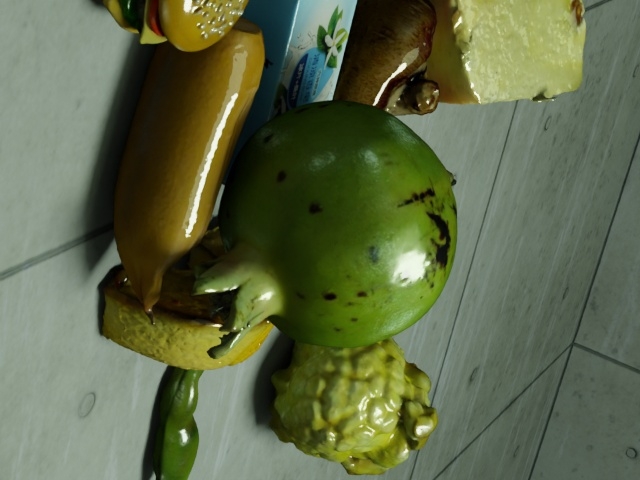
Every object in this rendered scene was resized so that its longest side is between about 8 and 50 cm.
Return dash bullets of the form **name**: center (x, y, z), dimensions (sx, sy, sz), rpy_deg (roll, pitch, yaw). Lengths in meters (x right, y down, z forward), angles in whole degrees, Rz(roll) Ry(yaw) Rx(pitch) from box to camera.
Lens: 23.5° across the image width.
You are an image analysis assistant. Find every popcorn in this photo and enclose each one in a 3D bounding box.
- **popcorn**: center (0.054, 0.223, 2.121), dimensions (0.206, 0.251, 0.237), rpy_deg (-51, 151, -22)

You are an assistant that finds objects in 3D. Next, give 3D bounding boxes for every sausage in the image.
- **sausage**: center (-0.145, -0.073, 1.532), dimensions (0.112, 0.112, 0.328), rpy_deg (-10, 120, -65)

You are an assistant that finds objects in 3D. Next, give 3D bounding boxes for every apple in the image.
- **apple**: center (0.222, -0.333, 1.951), dimensions (0.314, 0.252, 0.309), rpy_deg (-63, 149, -78)

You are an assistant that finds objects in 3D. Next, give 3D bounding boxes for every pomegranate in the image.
- **pomegranate**: center (0.000, 0.000, 1.584), dimensions (0.341, 0.260, 0.260), rpy_deg (-39, 147, -33)

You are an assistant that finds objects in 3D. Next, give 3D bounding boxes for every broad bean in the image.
- **broad bean**: center (-0.172, 0.229, 1.861), dimensions (0.070, 0.048, 0.213), rpy_deg (-15, 123, -63)

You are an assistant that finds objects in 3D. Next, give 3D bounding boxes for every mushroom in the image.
- **mushroom**: center (0.048, -0.195, 1.828), dimensions (0.138, 0.194, 0.231), rpy_deg (17, 104, -25)

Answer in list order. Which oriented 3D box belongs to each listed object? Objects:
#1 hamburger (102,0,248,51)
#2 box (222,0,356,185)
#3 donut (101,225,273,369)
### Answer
- **hamburger**: center (-0.126, -0.250, 1.390), dimensions (0.162, 0.115, 0.162), rpy_deg (-48, 152, -36)
- **box**: center (-0.047, -0.179, 1.697), dimensions (0.142, 0.083, 0.232), rpy_deg (-26, 134, -59)
- **donut**: center (-0.115, 0.072, 1.694), dimensions (0.259, 0.152, 0.101), rpy_deg (-25, 141, -57)
